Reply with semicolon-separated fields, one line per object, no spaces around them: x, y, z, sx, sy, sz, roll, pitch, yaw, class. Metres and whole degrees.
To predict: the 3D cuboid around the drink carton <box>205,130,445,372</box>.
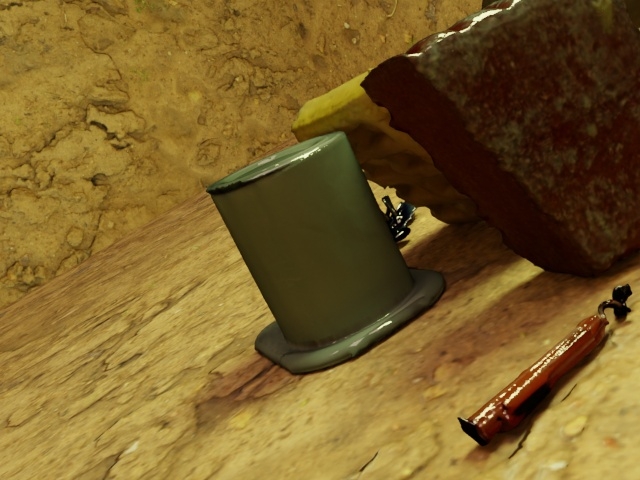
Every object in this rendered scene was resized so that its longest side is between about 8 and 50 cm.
0.000;0.000;0.730;0.185;0.189;0.191;-26;13;-18;drink carton

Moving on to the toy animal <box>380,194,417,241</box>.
0.068;-0.011;0.951;0.220;0.062;0.108;-37;-2;-36;toy animal

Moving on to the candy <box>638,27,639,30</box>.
0.514;-0.274;0.953;0.104;0.102;0.234;-31;8;-19;candy

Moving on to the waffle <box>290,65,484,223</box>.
0.120;-0.093;0.765;0.221;0.248;0.055;-5;61;61;waffle

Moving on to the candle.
0.156;0.077;0.471;0.167;0.021;0.026;-31;23;-27;candle

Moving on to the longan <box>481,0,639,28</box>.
0.505;-0.509;1.467;0.404;0.336;0.404;-49;26;34;longan

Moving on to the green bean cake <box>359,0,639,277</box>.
0.176;-0.082;0.591;0.199;0.232;0.097;-32;9;-8;green bean cake
